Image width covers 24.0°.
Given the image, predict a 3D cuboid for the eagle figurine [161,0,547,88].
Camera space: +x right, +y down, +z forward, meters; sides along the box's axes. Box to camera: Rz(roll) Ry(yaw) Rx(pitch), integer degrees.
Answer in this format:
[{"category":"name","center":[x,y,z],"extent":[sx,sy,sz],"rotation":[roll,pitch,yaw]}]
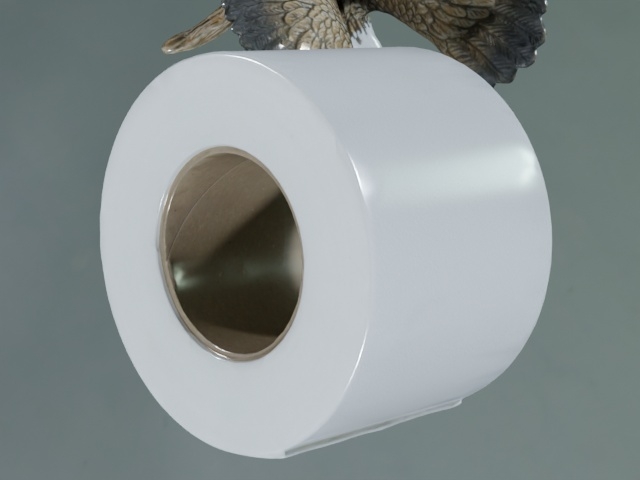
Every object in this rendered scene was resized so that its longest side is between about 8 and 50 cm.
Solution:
[{"category":"eagle figurine","center":[0.020,-0.204,1.238],"extent":[0.225,0.298,0.226],"rotation":[25,93,-25]}]

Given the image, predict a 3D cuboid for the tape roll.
[{"category":"tape roll","center":[0.000,0.000,0.951],"extent":[0.169,0.246,0.246],"rotation":[-10,63,-45]}]
